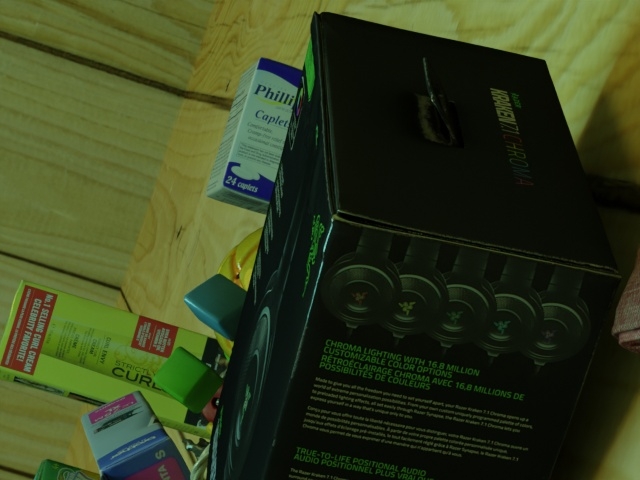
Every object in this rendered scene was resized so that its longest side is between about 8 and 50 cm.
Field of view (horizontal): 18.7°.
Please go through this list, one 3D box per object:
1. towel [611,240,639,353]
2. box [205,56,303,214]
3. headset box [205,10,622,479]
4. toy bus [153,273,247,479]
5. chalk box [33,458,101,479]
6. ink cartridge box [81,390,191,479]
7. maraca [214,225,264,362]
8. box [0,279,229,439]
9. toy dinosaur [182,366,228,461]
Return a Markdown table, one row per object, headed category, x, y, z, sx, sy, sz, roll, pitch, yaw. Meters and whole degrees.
| category | x | y | z | sx | sy | sz | roll | pitch | yaw |
| --- | --- | --- | --- | --- | --- | --- | --- | --- | --- |
| towel | 0.200 | -0.121 | 0.723 | 0.237 | 0.037 | 0.329 | 145 | 144 | -77 |
| box | -0.056 | -0.103 | 1.948 | 0.126 | 0.072 | 0.137 | 166 | 120 | -79 |
| headset box | 0.034 | 0.051 | 0.953 | 0.246 | 0.131 | 0.283 | -93 | 16 | -62 |
| toy bus | 0.009 | 0.075 | 1.177 | 0.191 | 0.104 | 0.202 | -45 | -28 | -21 |
| chalk box | -0.217 | 0.292 | 1.722 | 0.132 | 0.213 | 0.132 | -89 | 19 | -57 |
| ink cartridge box | -0.102 | 0.216 | 1.388 | 0.186 | 0.065 | 0.311 | 65 | 175 | -6 |
| maraca | -0.012 | 0.037 | 1.422 | 0.186 | 0.099 | 0.127 | -18 | 59 | 46 |
| box | -0.164 | 0.109 | 1.700 | 0.058 | 0.232 | 0.087 | 132 | 155 | -73 |
| toy dinosaur | -0.057 | 0.153 | 1.559 | 0.118 | 0.064 | 0.268 | -60 | 17 | 23 |
